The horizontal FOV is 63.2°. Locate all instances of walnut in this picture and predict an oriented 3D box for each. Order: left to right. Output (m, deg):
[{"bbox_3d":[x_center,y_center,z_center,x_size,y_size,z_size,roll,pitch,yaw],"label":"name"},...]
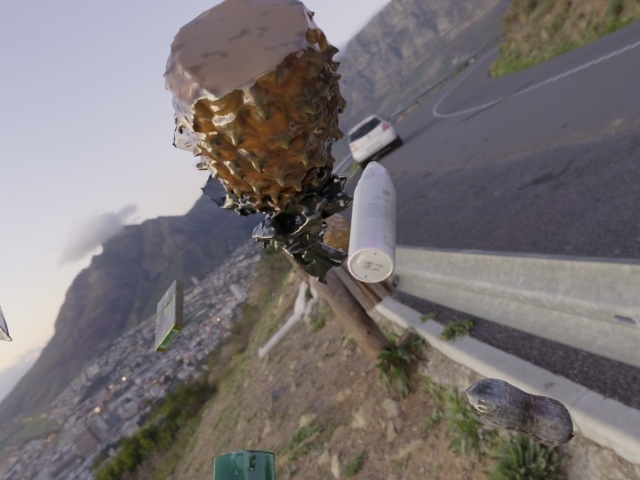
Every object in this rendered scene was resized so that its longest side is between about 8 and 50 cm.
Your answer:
[{"bbox_3d":[0.000,0.000,1.413,0.184,0.155,0.155,-9,6,-3],"label":"walnut"}]

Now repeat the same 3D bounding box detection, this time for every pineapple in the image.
[{"bbox_3d":[-0.046,-0.070,0.508,0.310,0.170,0.141,76,-148,-55],"label":"pineapple"}]

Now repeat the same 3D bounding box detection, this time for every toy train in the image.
[{"bbox_3d":[-0.122,0.513,0.856,0.120,0.202,0.301,-2,21,-9],"label":"toy train"}]

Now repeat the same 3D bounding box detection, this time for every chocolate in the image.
[{"bbox_3d":[0.445,0.381,1.161,0.110,0.248,0.110,-163,90,-90],"label":"chocolate"}]

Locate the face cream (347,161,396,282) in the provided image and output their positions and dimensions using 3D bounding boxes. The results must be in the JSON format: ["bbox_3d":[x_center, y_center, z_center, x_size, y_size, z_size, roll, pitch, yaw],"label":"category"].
[{"bbox_3d":[0.119,-0.055,1.167,0.102,0.102,0.345,-32,27,28],"label":"face cream"}]

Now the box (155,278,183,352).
[{"bbox_3d":[-0.445,0.219,1.535,0.121,0.030,0.193,-50,33,23],"label":"box"}]

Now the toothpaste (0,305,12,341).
[{"bbox_3d":[-0.538,0.112,0.806,0.080,0.125,0.371,-47,18,-28],"label":"toothpaste"}]

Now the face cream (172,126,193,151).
[{"bbox_3d":[-0.149,-0.171,0.973,0.092,0.244,0.058,-62,-13,-86],"label":"face cream"}]
